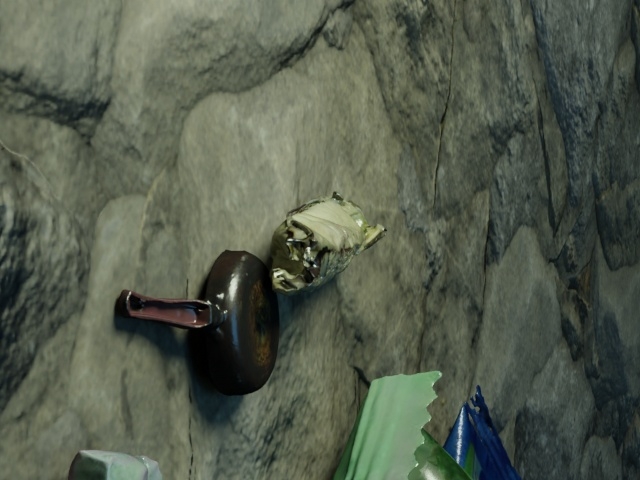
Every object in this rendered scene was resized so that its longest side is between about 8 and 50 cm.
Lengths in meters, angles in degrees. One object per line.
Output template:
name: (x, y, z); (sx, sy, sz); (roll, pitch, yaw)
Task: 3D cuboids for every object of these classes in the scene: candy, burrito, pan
candy: (0.137, 0.337, 1.530); (0.187, 0.077, 0.331); (62, 41, -43)
burrito: (0.000, 0.002, 1.207); (0.229, 0.058, 0.063); (-33, 122, -68)
pan: (-0.081, 0.056, 1.092); (0.212, 0.040, 0.115); (21, 69, -64)
candy: (0.113, 0.335, 1.329); (0.398, 0.172, 0.263); (53, 43, -32)

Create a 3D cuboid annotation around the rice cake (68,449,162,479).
rice cake: (-0.146, 0.281, 0.965); (0.081, 0.051, 0.290); (1, 93, -55)
